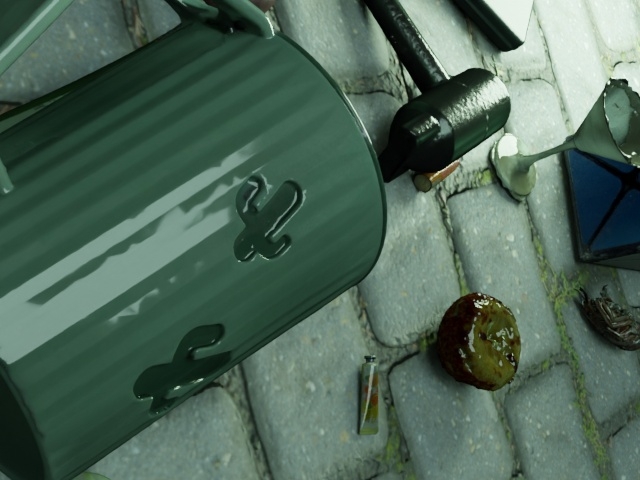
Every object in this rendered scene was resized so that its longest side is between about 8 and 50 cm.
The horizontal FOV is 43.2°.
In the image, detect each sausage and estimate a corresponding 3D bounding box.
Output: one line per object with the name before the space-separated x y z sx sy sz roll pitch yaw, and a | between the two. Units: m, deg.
sausage | 0.185 -0.108 1.249 0.107 0.031 0.031 -35 101 -41

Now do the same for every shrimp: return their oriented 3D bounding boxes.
shrimp | 0.517 0.136 1.440 0.190 0.075 0.073 38 88 -15

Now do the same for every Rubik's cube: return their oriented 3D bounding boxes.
Rubik's cube | 0.625 -0.091 1.474 0.254 0.260 0.260 9 74 -40

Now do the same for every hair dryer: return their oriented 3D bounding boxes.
hair dryer | 0.123 -0.247 1.204 0.244 0.116 0.303 -32 88 -41

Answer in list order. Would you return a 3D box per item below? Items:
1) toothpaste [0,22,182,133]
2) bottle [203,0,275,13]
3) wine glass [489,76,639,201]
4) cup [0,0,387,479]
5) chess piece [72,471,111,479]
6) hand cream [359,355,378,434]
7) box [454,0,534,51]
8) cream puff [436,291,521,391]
toothpaste | -0.241 -0.146 0.877 0.392 0.061 0.099 -39 111 -43
bottle | -0.146 -0.368 0.987 0.233 0.110 0.110 51 51 -17
wine glass | 0.403 -0.154 1.315 0.156 0.232 0.156 15 67 -37
cup | -0.185 -0.037 0.731 0.392 0.310 0.401 -37 102 -37
chess piece | -0.169 0.306 0.780 0.271 0.139 0.139 42 53 -9
hand cream | 0.065 0.203 1.063 0.035 0.022 0.102 12 74 -43
box | 0.287 -0.454 1.423 0.230 0.050 0.160 37 56 -27
cream puff | 0.226 0.150 1.174 0.149 0.084 0.149 9 76 -39
